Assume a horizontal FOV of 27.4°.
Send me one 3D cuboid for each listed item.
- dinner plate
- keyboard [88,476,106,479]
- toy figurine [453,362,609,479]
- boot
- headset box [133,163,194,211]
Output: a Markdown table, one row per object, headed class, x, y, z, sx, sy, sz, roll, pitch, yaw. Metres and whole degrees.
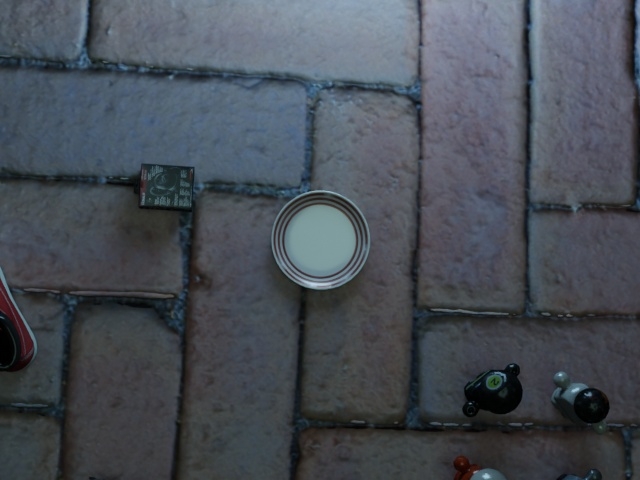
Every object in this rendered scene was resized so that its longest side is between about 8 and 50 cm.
| class | x | y | z | sx | sy | sz | roll | pitch | yaw |
| --- | --- | --- | --- | --- | --- | --- | --- | --- | --- |
| dinner plate | 0.000 | 0.000 | 1.866 | 0.141 | 0.017 | 0.141 | 1 | 84 | -6 |
| keyboard | -0.261 | 0.372 | 1.806 | 0.192 | 0.038 | 0.100 | 8 | 108 | -7 |
| toy figurine | 0.293 | 0.281 | 1.807 | 0.209 | 0.148 | 0.213 | 9 | 84 | -5 |
| boot | -0.464 | 0.065 | 1.732 | 0.088 | 0.176 | 0.244 | -34 | 88 | -6 |
| headset box | -0.220 | -0.074 | 1.842 | 0.083 | 0.032 | 0.062 | 3 | 84 | -5 |
